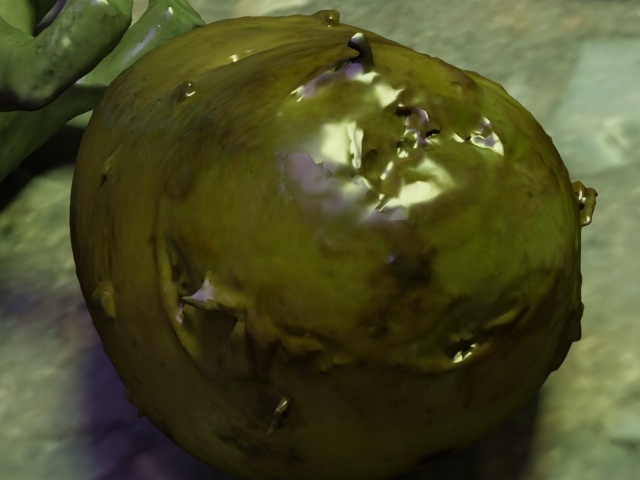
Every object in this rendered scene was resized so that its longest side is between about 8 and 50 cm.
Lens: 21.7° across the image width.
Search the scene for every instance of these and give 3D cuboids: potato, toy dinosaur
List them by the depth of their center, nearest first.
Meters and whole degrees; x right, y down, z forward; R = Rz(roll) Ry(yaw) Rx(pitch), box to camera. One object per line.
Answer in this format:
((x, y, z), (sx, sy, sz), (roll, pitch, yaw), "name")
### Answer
((0.000, 0.000, 0.468), (0.137, 0.137, 0.176), (-25, 22, -7), "potato")
((-0.130, -0.065, 0.608), (0.162, 0.077, 0.294), (-36, 28, 9), "toy dinosaur")
